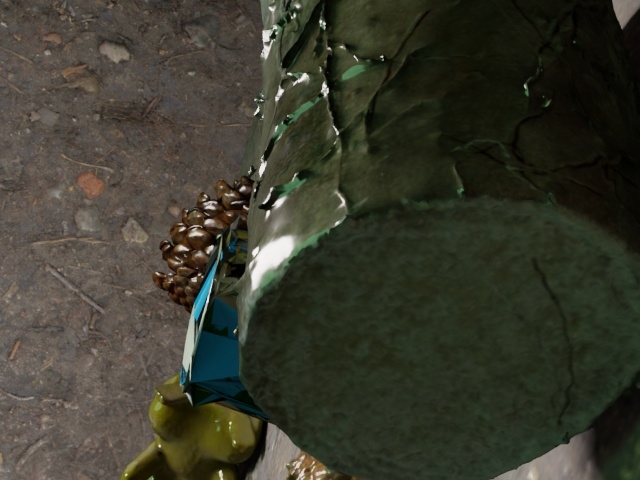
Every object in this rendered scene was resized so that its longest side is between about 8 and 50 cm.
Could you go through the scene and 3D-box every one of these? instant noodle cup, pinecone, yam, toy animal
[{"bbox_3d":[-0.048,0.095,1.094,0.240,0.178,0.240,-164,90,-80],"label":"instant noodle cup"},{"bbox_3d":[-0.139,0.025,1.580,0.224,0.224,0.272,126,163,-61],"label":"pinecone"},{"bbox_3d":[0.064,-0.053,0.586,0.348,0.241,0.241,-86,17,-46],"label":"yam"},{"bbox_3d":[-0.206,0.364,1.529,0.180,0.181,0.363,-77,8,-71],"label":"toy animal"}]

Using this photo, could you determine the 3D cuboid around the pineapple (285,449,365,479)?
[{"bbox_3d":[0.039,0.140,0.738,0.248,0.128,0.128,-79,11,-49],"label":"pineapple"}]
